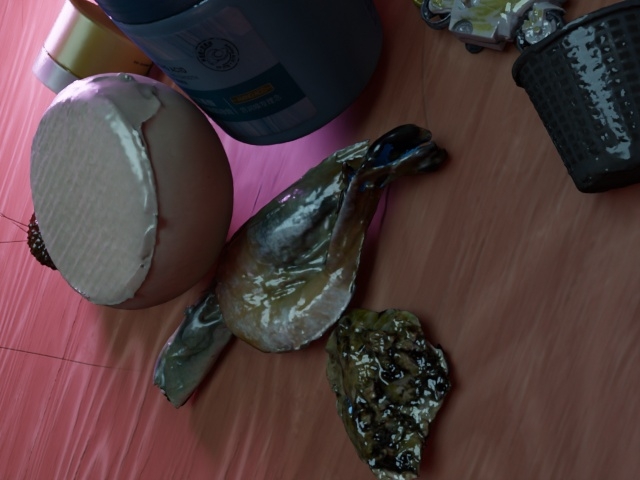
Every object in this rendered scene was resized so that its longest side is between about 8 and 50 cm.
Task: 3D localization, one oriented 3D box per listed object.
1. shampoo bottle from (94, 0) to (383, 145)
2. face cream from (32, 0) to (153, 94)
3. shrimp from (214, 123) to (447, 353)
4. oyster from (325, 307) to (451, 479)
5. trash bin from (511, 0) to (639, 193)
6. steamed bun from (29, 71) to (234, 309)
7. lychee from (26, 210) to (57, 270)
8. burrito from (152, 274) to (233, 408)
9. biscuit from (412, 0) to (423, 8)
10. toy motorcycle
[{"bbox_3d":[-0.113,-0.362,0.908,0.330,0.342,0.332,-14,58,23],"label":"shampoo bottle"},{"bbox_3d":[-0.501,-0.409,1.392,0.179,0.218,0.218,-55,51,16],"label":"face cream"},{"bbox_3d":[0.000,0.000,0.920,0.445,0.109,0.221,-45,66,23],"label":"shrimp"},{"bbox_3d":[0.070,0.195,0.847,0.222,0.083,0.214,9,83,49],"label":"oyster"},{"bbox_3d":[0.316,-0.143,0.662,0.175,0.175,0.161,-24,75,35],"label":"trash bin"},{"bbox_3d":[-0.286,-0.079,0.998,0.374,0.241,0.375,9,104,36],"label":"steamed bun"},{"bbox_3d":[-0.548,-0.035,1.367,0.188,0.188,0.188,-11,73,39],"label":"lychee"},{"bbox_3d":[-0.205,0.162,1.093,0.096,0.066,0.309,35,104,9],"label":"burrito"},{"bbox_3d":[0.172,-0.386,0.928,0.083,0.023,0.084,-13,70,39],"label":"biscuit"},{"bbox_3d":[0.240,-0.326,0.820,0.228,0.074,0.151,36,103,39],"label":"toy motorcycle"}]
